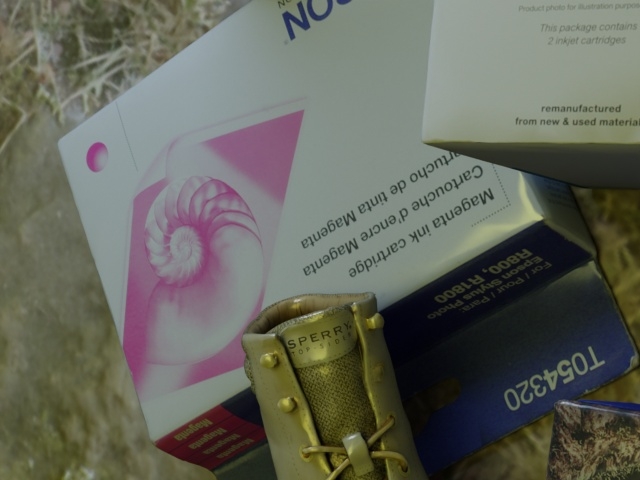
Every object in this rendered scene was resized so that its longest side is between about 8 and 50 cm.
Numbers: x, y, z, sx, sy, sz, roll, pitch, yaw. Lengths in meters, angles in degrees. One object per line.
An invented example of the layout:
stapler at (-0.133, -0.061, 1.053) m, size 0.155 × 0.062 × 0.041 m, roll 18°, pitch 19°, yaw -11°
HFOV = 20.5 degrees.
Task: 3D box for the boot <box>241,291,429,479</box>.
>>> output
boot at (0.025, 0.138, 0.989) m, size 0.095 × 0.262 × 0.203 m, roll -15°, pitch 101°, yaw -7°

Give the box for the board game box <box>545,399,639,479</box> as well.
board game box at (0.233, 0.241, 0.910) m, size 0.232 × 0.141 × 0.291 m, roll 5°, pitch 87°, yaw 35°

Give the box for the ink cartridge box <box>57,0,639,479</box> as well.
ink cartridge box at (0.000, 0.000, 1.144) m, size 0.324 × 0.071 × 0.330 m, roll -32°, pitch 66°, yaw 27°

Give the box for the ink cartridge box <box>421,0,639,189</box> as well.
ink cartridge box at (0.196, -0.170, 0.949) m, size 0.197 × 0.198 × 0.270 m, roll 3°, pitch 85°, yaw 35°
